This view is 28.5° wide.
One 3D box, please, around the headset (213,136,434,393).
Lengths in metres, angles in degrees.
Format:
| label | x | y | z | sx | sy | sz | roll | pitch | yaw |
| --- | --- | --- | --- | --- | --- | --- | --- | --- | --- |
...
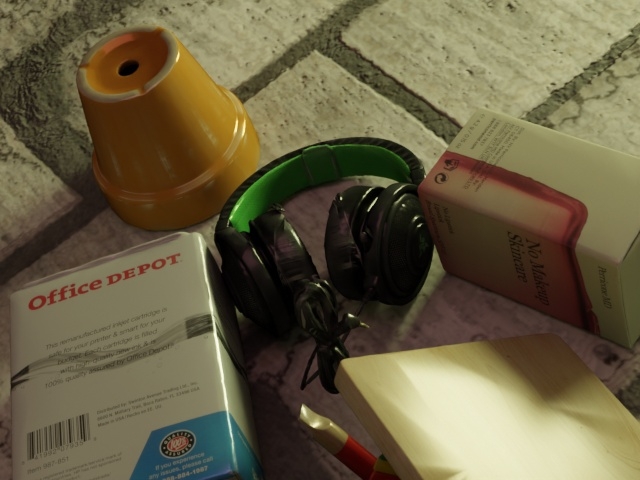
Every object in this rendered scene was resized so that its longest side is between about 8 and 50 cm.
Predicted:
| label | x | y | z | sx | sy | sz | roll | pitch | yaw |
| --- | --- | --- | --- | --- | --- | --- | --- | --- | --- |
| headset | 0.000 | 0.000 | 1.323 | 0.243 | 0.185 | 0.394 | -15 | 37 | 8 |

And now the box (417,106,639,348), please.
| label | x | y | z | sx | sy | sz | roll | pitch | yaw |
| --- | --- | --- | --- | --- | --- | --- | --- | --- | --- |
| box | 0.236 | -0.015 | 1.275 | 0.232 | 0.149 | 0.127 | 23 | 63 | 34 |

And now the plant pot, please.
| label | x | y | z | sx | sy | sz | roll | pitch | yaw |
| --- | --- | --- | --- | --- | --- | --- | --- | --- | --- |
| plant pot | -0.197 | -0.148 | 1.512 | 0.205 | 0.188 | 0.205 | -10 | 49 | 12 |

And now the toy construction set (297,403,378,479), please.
| label | x | y | z | sx | sy | sz | roll | pitch | yaw |
| --- | --- | --- | --- | --- | --- | --- | --- | --- | --- |
| toy construction set | -0.067 | 0.266 | 1.051 | 0.257 | 0.237 | 0.309 | -32 | 21 | 47 |

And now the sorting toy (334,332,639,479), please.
| label | x | y | z | sx | sy | sz | roll | pitch | yaw |
| --- | --- | --- | --- | --- | --- | --- | --- | --- | --- |
| sorting toy | 0.168 | 0.206 | 1.087 | 0.255 | 0.089 | 0.257 | -4 | 39 | -33 |

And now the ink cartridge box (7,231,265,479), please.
| label | x | y | z | sx | sy | sz | roll | pitch | yaw |
| --- | --- | --- | --- | --- | --- | --- | --- | --- | --- |
| ink cartridge box | -0.190 | 0.168 | 1.289 | 0.223 | 0.129 | 0.307 | -18 | 48 | 5 |
